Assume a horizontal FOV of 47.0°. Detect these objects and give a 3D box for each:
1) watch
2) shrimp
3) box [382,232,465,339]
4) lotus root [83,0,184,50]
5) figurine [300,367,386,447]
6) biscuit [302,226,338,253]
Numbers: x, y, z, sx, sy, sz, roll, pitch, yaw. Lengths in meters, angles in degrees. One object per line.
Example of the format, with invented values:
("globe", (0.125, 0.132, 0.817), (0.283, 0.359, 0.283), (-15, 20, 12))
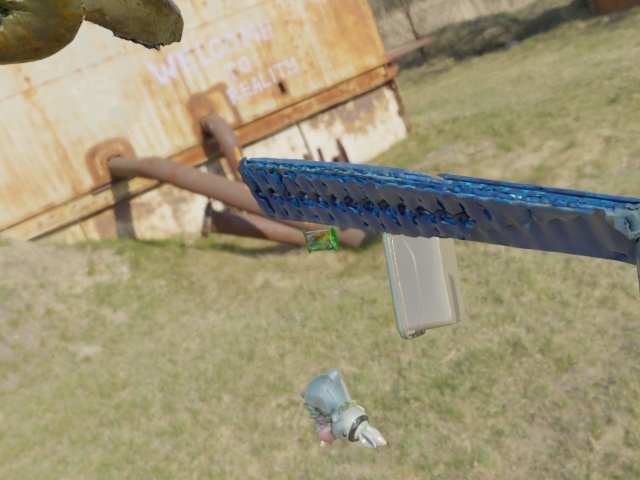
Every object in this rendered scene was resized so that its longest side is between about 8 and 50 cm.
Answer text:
("watch", (0.059, 0.040, 0.359), (0.274, 0.068, 0.276), (-20, 51, 32))
("shrimp", (-0.234, -0.147, 0.436), (0.178, 0.034, 0.124), (-5, -30, -10))
("box", (0.116, 0.043, 0.812), (0.062, 0.122, 0.089), (-12, -6, 22))
("lotus root", (-0.292, -0.370, 1.088), (0.078, 0.167, 0.329), (-41, -9, 20))
("figurine", (0.035, 0.288, 1.181), (0.081, 0.146, 0.098), (-15, -32, -39))
("biscuit", (0.000, 0.000, 1.329), (0.016, 0.046, 0.089), (-18, 9, -43))
